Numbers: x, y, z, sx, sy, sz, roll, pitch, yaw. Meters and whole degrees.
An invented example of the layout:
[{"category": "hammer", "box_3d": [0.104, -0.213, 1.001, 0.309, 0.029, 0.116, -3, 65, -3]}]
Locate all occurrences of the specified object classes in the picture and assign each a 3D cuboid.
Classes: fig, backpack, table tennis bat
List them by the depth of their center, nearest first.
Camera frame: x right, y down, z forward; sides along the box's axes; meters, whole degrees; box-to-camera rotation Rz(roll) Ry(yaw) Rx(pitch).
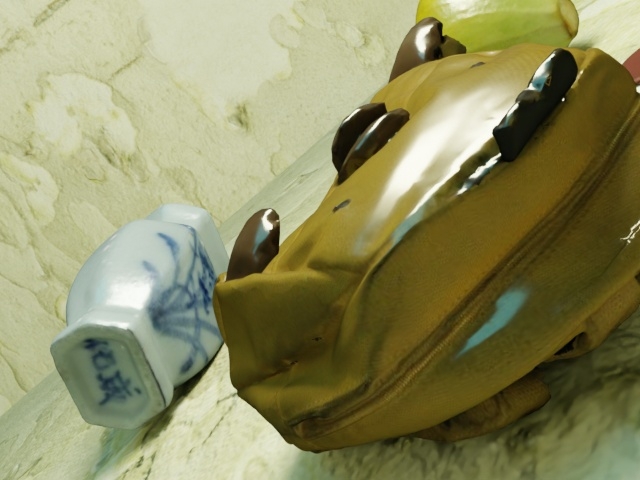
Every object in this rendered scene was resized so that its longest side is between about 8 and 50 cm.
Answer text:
[{"category": "backpack", "box_3d": [0.076, -0.008, 0.581, 0.353, 0.201, 0.378, -51, 11, -26]}, {"category": "table tennis bat", "box_3d": [0.367, -0.213, 0.888, 0.098, 0.019, 0.154, -32, 16, 43]}, {"category": "fig", "box_3d": [0.259, -0.306, 1.194, 0.230, 0.207, 0.207, -5, 24, 18]}]

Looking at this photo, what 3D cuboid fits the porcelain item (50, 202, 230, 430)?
[{"category": "porcelain item", "box_3d": [-0.253, 0.097, 1.240, 0.178, 0.242, 0.405, -14, 22, 11]}]
